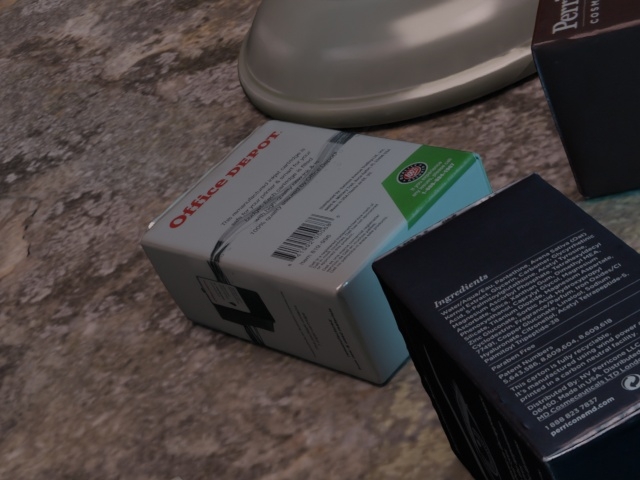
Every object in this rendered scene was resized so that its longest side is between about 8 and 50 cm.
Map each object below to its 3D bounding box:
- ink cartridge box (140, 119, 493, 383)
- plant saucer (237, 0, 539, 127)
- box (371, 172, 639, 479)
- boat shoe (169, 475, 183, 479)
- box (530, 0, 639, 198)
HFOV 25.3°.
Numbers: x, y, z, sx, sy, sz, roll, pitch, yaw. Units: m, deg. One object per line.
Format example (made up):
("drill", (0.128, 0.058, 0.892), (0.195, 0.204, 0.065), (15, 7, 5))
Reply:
("ink cartridge box", (0.000, 0.000, 0.997), (0.208, 0.087, 0.153), (15, 50, 45))
("plant saucer", (0.095, -0.254, 1.295), (0.401, 0.100, 0.400), (-17, 32, 11))
("box", (0.131, 0.083, 0.723), (0.108, 0.153, 0.207), (-29, 32, -6))
("boat shoe", (-0.058, 0.208, 0.755), (0.081, 0.079, 0.227), (-41, 29, -7))
("box", (0.346, -0.167, 0.958), (0.381, 0.143, 0.191), (-13, 34, 22))
